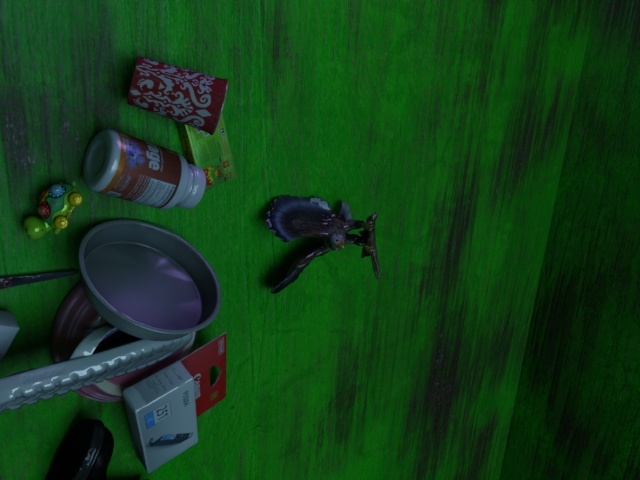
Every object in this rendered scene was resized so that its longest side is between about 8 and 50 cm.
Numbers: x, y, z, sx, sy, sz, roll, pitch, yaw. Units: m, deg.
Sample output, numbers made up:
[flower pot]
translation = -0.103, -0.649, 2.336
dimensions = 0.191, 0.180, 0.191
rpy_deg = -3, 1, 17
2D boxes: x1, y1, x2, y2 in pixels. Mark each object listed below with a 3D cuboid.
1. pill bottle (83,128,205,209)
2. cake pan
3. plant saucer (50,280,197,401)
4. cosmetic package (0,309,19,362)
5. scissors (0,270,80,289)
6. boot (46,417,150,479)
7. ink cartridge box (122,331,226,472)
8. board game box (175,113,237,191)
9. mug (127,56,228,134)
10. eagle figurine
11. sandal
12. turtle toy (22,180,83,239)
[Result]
[pill bottle]
translation = -0.338, -0.130, 1.191
dimensions = 0.216, 0.121, 0.121
rpy_deg = 15, 96, -46
[cake pan]
translation = -0.336, 0.079, 1.193
dimensions = 0.293, 0.293, 0.054
rpy_deg = 8, 132, -44
[plant saucer]
translation = -0.397, 0.202, 1.303
dimensions = 0.332, 0.084, 0.332
rpy_deg = -17, 118, -37
[cosmetic package]
translation = -0.659, 0.156, 1.038
dimensions = 0.239, 0.060, 0.099
rpy_deg = 22, 102, -48
[scissors]
translation = -0.599, 0.087, 1.116
dimensions = 0.297, 0.021, 0.109
rpy_deg = 11, 99, -46
[boot]
translation = -0.465, 0.551, 1.346
dimensions = 0.260, 0.131, 0.348
rpy_deg = 18, 105, -39
[ink cartridge box]
translation = -0.308, 0.376, 1.400
dimensions = 0.261, 0.066, 0.296
rpy_deg = -28, 146, -31
[board game box]
translation = -0.245, -0.204, 1.301
dimensions = 0.092, 0.043, 0.181
rpy_deg = -29, 124, -31
[mug]
translation = -0.279, -0.283, 1.180
dimensions = 0.169, 0.150, 0.113
rpy_deg = 14, 99, -19
[eagle figurine]
translation = 0.002, -0.001, 1.548
dimensions = 0.298, 0.225, 0.226
rpy_deg = -8, 71, -9
[sandal]
translation = -0.424, 0.208, 1.140
dimensions = 0.416, 0.169, 0.102
rpy_deg = -12, 73, -46
[turtle toy]
translation = -0.489, -0.055, 1.113
dimensions = 0.066, 0.095, 0.130
rpy_deg = 33, 83, -24
